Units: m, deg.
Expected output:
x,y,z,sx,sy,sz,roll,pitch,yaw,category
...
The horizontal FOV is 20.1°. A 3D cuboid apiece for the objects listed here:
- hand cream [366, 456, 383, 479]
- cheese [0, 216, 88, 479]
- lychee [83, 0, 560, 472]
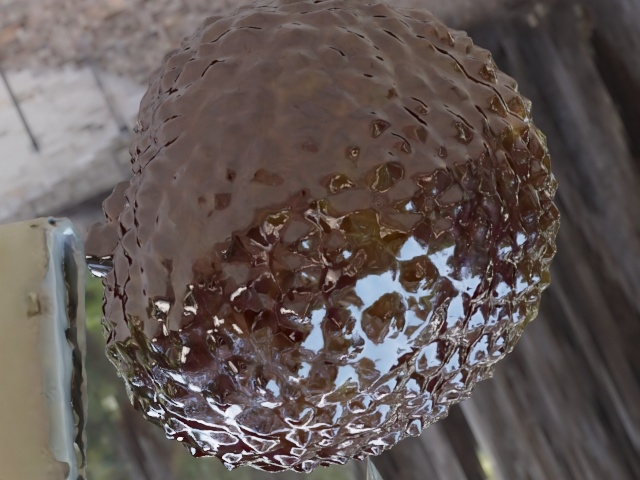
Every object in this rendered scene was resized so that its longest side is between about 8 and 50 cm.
x,y,z,sx,sy,sz,roll,pitch,yaw,category
0.055,0.219,1.210,0.050,0.080,0.234,-18,151,-1,hand cream
-0.095,0.170,0.485,0.085,0.400,0.034,-6,149,-2,cheese
0.000,0.000,0.972,0.261,0.260,0.260,-25,180,0,lychee
